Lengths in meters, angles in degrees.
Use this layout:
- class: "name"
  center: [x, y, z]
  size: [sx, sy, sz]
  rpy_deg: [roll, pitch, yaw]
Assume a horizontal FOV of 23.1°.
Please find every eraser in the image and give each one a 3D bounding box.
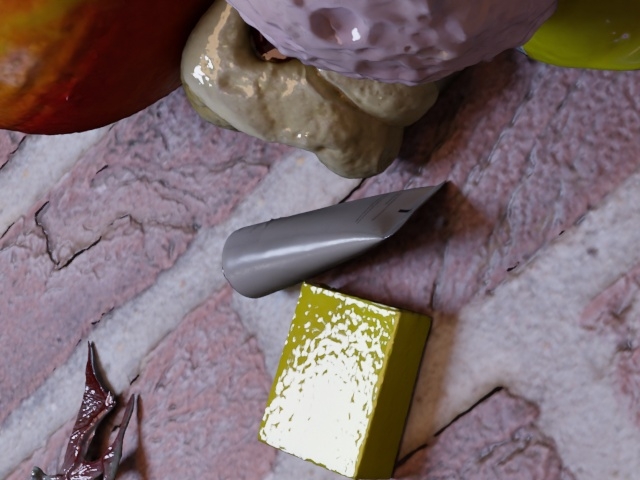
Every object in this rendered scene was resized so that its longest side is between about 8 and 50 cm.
- class: "eraser"
  center: [0.017, 0.098, 1.109]
  size: [0.097, 0.045, 0.122]
  rpy_deg: [17, 92, 40]

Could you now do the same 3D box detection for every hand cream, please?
- class: "hand cream"
  center: [0.000, 0.000, 1.129]
  size: [0.186, 0.087, 0.054]
  rpy_deg: [-18, 106, 39]

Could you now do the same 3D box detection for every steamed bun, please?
- class: "steamed bun"
  center: [0.006, -0.121, 1.105]
  size: [0.155, 0.141, 0.172]
  rpy_deg: [41, 104, 14]

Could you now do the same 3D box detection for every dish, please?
- class: "dish"
  center: [0.160, -0.191, 1.028]
  size: [0.208, 0.080, 0.148]
  rpy_deg: [34, 104, 39]

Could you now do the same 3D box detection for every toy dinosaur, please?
- class: "toy dinosaur"
  center: [-0.189, 0.187, 1.268]
  size: [0.108, 0.032, 0.220]
  rpy_deg: [-25, 65, 36]

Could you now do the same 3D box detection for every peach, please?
- class: "peach"
  center: [-0.168, -0.256, 1.143]
  size: [0.290, 0.373, 0.372]
  rpy_deg: [46, 112, 14]

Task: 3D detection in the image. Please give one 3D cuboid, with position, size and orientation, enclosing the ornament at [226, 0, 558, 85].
- class: "ornament"
  center: [0.051, -0.219, 0.923]
  size: [0.259, 0.225, 0.259]
  rpy_deg: [-6, 81, 42]
